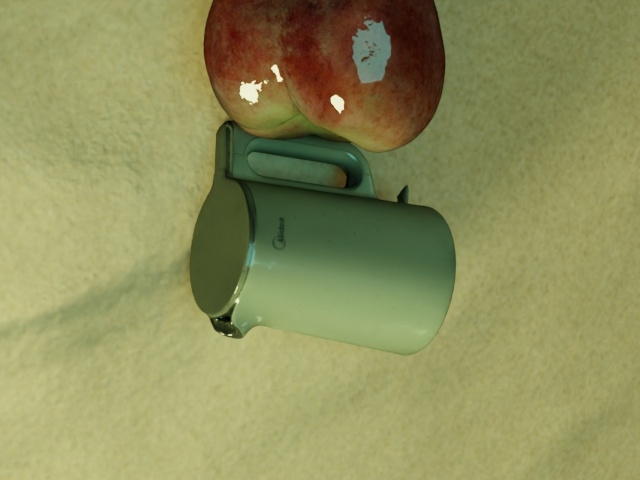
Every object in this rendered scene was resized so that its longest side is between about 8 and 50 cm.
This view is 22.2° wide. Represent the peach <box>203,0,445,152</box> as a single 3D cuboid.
[{"bbox_3d":[0.006,-0.130,0.985,0.152,0.152,0.152,-6,103,-28],"label":"peach"}]

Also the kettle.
[{"bbox_3d":[0.002,0.003,1.031,0.148,0.098,0.127,11,100,-27],"label":"kettle"}]
